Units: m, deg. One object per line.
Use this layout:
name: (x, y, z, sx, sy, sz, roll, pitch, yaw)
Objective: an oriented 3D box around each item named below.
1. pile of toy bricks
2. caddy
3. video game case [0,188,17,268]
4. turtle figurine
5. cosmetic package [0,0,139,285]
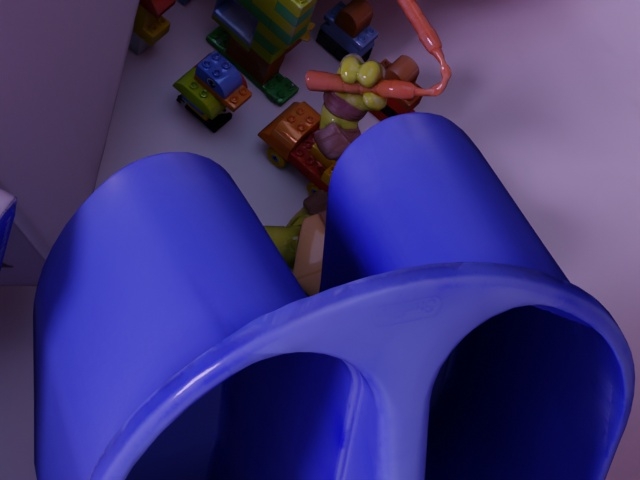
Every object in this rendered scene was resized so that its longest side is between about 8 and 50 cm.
pile of toy bricks: (-0.030, -0.126, 1.042, 0.212, 0.105, 0.118, 40, 61, 9)
caddy: (0.002, 0.108, 0.809, 0.241, 0.341, 0.179, -10, 49, -17)
video game case: (-0.274, 0.026, 0.811, 0.244, 0.269, 0.061, 27, 46, 1)
turtle figurine: (0.000, 0.000, 0.984, 0.217, 0.087, 0.269, -19, 100, -15)
cosmetic package: (-0.215, -0.207, 0.968, 0.230, 0.161, 0.453, -1, 60, 16)
